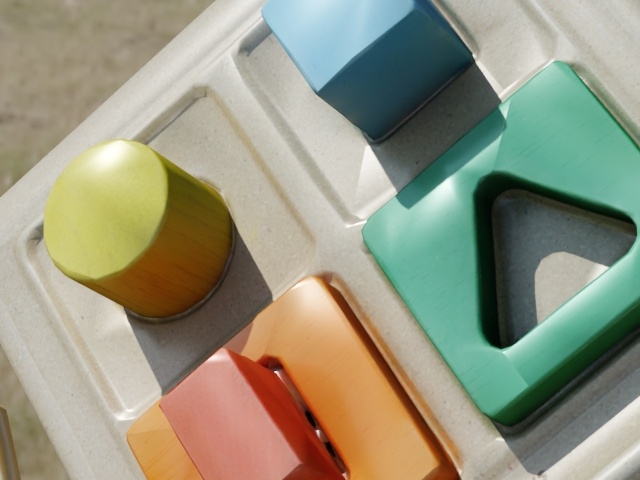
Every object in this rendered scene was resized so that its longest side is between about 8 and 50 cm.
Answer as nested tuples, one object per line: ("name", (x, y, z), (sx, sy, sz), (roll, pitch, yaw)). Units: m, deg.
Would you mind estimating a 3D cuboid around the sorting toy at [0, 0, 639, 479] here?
("sorting toy", (0.000, 0.000, 0.437), (0.047, 0.347, 0.196), (36, 16, -50))
